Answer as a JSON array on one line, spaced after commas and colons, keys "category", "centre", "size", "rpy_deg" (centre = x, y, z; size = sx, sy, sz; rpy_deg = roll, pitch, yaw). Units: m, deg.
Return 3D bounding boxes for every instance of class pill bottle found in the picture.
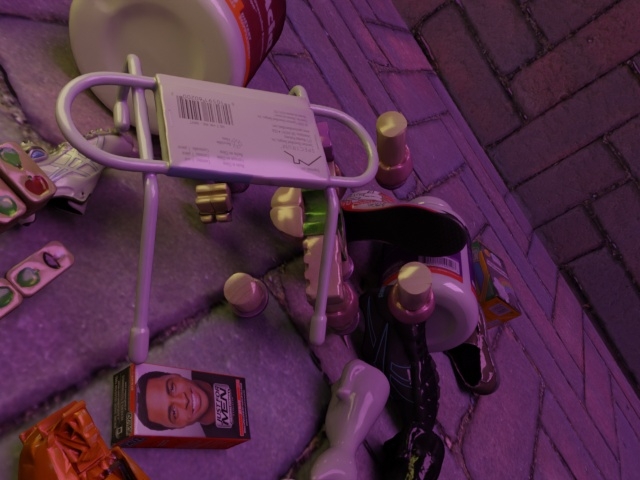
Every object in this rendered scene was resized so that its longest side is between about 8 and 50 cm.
[{"category": "pill bottle", "centre": [-0.175, -0.340, 0.788], "size": [0.224, 0.224, 0.392], "rpy_deg": [44, 33, -23]}, {"category": "pill bottle", "centre": [0.210, 0.050, 1.040], "size": [0.181, 0.181, 0.323], "rpy_deg": [45, 32, -21]}]

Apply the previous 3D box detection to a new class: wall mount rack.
[{"category": "wall mount rack", "centre": [-0.094, -0.042, 0.564], "size": [0.349, 0.130, 0.304], "rpy_deg": [1, 63, -31]}]

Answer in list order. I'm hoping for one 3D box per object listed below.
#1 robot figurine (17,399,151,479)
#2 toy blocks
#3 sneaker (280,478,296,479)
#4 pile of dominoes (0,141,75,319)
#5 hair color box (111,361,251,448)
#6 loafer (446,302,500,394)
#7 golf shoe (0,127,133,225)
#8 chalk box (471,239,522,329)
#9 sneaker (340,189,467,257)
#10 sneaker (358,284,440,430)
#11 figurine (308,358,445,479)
[{"category": "robot figurine", "centre": [-0.166, 0.277, 0.371], "size": [0.291, 0.085, 0.211], "rpy_deg": [58, 31, 1]}, {"category": "toy blocks", "centre": [0.000, 0.000, 0.795], "size": [0.260, 0.308, 0.289], "rpy_deg": [71, 14, -68]}, {"category": "sneaker", "centre": [0.048, 0.343, 0.531], "size": [0.094, 0.152, 0.235], "rpy_deg": [-1, 68, -69]}, {"category": "pile of dominoes", "centre": [-0.326, -0.002, 0.389], "size": [0.196, 0.040, 0.251], "rpy_deg": [51, 42, -11]}, {"category": "hair color box", "centre": [-0.140, 0.175, 0.545], "size": [0.141, 0.043, 0.072], "rpy_deg": [23, 46, -44]}, {"category": "loafer", "centre": [0.314, 0.207, 1.134], "size": [0.087, 0.094, 0.251], "rpy_deg": [16, 50, -55]}, {"category": "golf shoe", "centre": [-0.268, -0.068, 0.569], "size": [0.176, 0.069, 0.086], "rpy_deg": [-34, 97, -51]}, {"category": "chalk box", "centre": [0.382, 0.098, 1.302], "size": [0.132, 0.132, 0.213], "rpy_deg": [32, 38, -35]}, {"category": "sneaker", "centre": [0.141, -0.041, 0.961], "size": [0.145, 0.269, 0.090], "rpy_deg": [-38, 128, -58]}, {"category": "sneaker", "centre": [0.132, 0.201, 0.877], "size": [0.101, 0.106, 0.268], "rpy_deg": [-14, 95, -61]}, {"category": "figurine", "centre": [0.072, 0.299, 0.688], "size": [0.215, 0.092, 0.209], "rpy_deg": [50, 29, -12]}]
